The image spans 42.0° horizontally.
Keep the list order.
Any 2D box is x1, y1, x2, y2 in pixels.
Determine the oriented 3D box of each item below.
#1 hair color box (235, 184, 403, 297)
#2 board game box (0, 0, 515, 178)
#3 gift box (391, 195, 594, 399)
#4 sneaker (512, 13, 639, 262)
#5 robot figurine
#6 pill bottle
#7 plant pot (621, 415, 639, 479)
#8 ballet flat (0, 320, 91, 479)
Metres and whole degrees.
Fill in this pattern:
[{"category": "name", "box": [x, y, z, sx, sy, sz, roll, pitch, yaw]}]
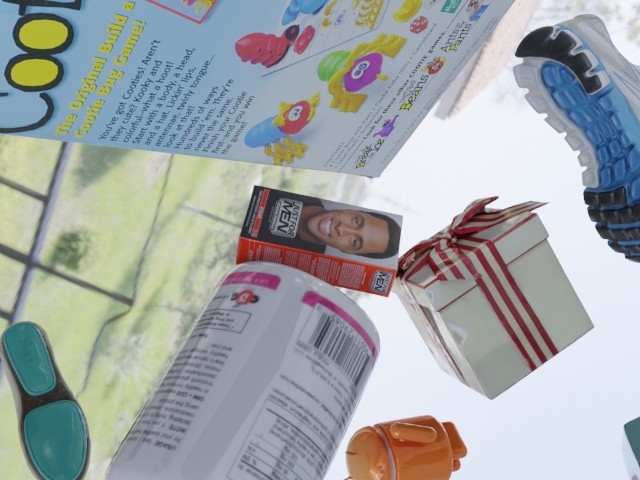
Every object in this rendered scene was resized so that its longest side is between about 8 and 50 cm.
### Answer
[{"category": "hair color box", "box": [0.000, 0.000, 0.756, 0.043, 0.141, 0.072, 103, -2, -47]}, {"category": "board game box", "box": [-0.058, -0.137, 0.415, 0.275, 0.142, 0.144, 2, 135, -46]}, {"category": "gift box", "box": [0.281, 0.078, 1.392, 0.255, 0.258, 0.276, -34, -169, -14]}, {"category": "sneaker", "box": [0.211, -0.072, 0.569, 0.083, 0.190, 0.071, -37, -168, -36]}, {"category": "robot figurine", "box": [0.138, 0.368, 1.427, 0.158, 0.220, 0.128, 155, -72, -70]}, {"category": "pill bottle", "box": [-0.073, 0.171, 0.683, 0.283, 0.160, 0.160, -61, 176, -31]}, {"category": "plant pot", "box": [0.506, 0.335, 1.094, 0.165, 0.166, 0.234, 66, -1, -53]}, {"category": "ballet flat", "box": [-0.353, 0.218, 1.073, 0.248, 0.086, 0.086, 64, -29, 30]}]
